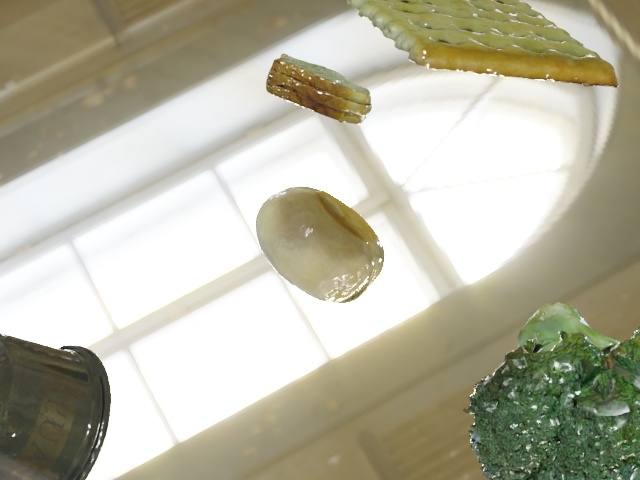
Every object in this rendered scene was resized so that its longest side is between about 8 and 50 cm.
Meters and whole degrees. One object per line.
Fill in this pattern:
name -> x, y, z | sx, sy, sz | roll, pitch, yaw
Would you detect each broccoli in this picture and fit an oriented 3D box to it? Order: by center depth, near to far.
broccoli -> 0.229, 0.149, 1.197 | 0.269, 0.254, 0.269 | 45, 12, -12

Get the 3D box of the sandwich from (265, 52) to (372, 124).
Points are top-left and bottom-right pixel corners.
sandwich -> 0.001, -0.144, 1.362 | 0.105, 0.035, 0.093 | 23, 13, 2

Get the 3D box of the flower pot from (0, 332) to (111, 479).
flower pot -> -0.262, 0.142, 1.170 | 0.107, 0.157, 0.157 | 31, 13, -38

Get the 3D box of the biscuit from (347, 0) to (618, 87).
biscuit -> 0.061, -0.148, 0.837 | 0.231, 0.139, 0.016 | 51, -48, 50

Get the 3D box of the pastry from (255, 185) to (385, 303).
pastry -> 0.000, 0.000, 1.617 | 0.156, 0.092, 0.156 | 40, 16, -14
